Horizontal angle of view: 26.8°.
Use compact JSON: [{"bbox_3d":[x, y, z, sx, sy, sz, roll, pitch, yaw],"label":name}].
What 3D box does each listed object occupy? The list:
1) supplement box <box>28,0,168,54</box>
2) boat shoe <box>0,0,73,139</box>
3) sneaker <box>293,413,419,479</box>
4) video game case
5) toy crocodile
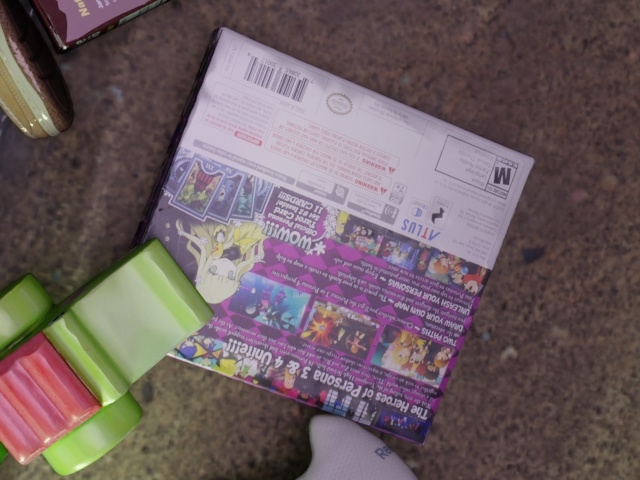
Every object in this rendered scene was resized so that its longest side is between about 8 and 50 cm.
[{"bbox_3d":[-0.086,-0.226,0.829,0.239,0.073,0.130,-29,99,-10],"label":"supplement box"},{"bbox_3d":[-0.223,-0.137,0.816,0.072,0.068,0.190,-31,91,3],"label":"boat shoe"},{"bbox_3d":[-0.047,0.237,0.875,0.297,0.111,0.129,-43,74,1],"label":"sneaker"},{"bbox_3d":[0.000,0.000,0.885,0.232,0.042,0.210,21,90,-14],"label":"video game case"},{"bbox_3d":[-0.218,0.117,0.800,0.340,0.105,0.115,-31,101,1],"label":"toy crocodile"}]
